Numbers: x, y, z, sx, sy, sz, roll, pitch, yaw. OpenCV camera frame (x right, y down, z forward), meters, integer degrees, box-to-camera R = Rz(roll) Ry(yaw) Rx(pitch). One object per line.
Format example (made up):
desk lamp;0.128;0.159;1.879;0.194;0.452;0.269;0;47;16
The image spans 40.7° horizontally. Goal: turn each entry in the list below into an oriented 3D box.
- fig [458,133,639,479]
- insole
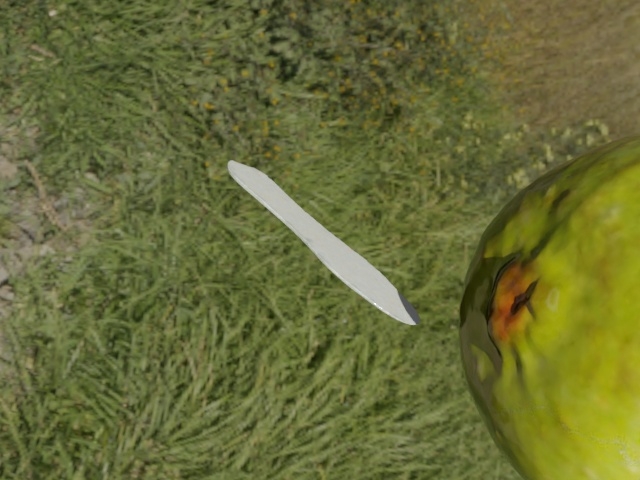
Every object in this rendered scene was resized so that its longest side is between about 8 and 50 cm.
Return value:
fig;0.254;0.058;0.572;0.327;0.258;0.257;0;90;-28
insole;0.000;0.000;0.667;0.004;0.197;0.065;-54;167;20
